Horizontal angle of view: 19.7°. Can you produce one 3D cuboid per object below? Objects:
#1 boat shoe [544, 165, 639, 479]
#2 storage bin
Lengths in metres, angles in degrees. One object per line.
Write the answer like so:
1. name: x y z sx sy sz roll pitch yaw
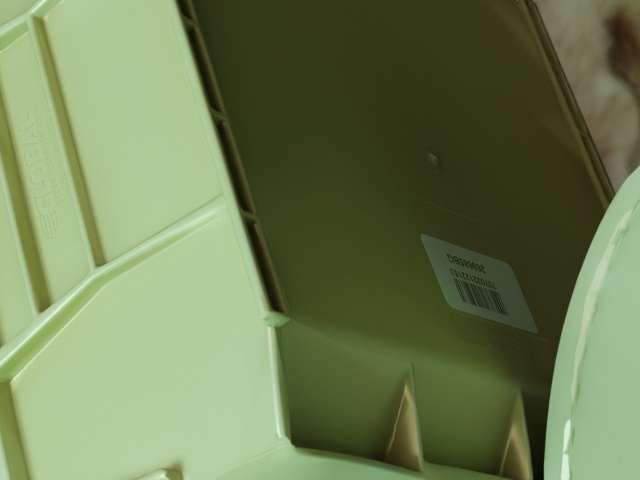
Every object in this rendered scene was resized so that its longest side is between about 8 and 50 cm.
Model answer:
1. boat shoe: 0.149 0.129 0.584 0.117 0.097 0.324 -11 80 37
2. storage bin: 0.000 0.000 0.677 0.123 0.262 0.260 -35 57 28
